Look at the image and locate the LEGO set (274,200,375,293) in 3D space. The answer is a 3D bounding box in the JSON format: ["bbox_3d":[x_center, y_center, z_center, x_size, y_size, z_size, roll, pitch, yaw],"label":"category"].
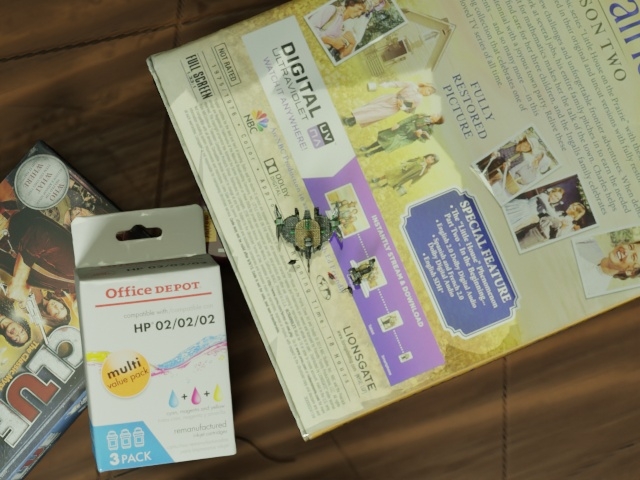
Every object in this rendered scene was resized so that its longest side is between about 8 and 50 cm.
[{"bbox_3d":[-0.001,0.003,1.082,0.054,0.023,0.083,-33,95,-2],"label":"LEGO set"}]

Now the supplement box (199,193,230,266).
[{"bbox_3d":[-0.049,-0.010,1.179,0.083,0.043,0.055,-4,81,7],"label":"supplement box"}]

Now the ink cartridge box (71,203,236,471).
[{"bbox_3d":[-0.124,0.070,1.128,0.104,0.061,0.181,-7,99,-11],"label":"ink cartridge box"}]

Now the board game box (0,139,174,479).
[{"bbox_3d":[-0.236,0.066,1.191,0.165,0.042,0.243,40,88,11],"label":"board game box"}]

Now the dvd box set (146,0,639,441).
[{"bbox_3d":[0.121,-0.073,1.133,0.420,0.062,0.308,-23,81,-4],"label":"dvd box set"}]
